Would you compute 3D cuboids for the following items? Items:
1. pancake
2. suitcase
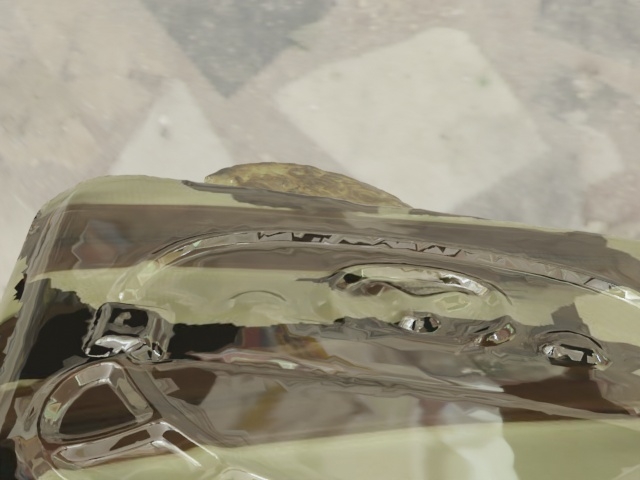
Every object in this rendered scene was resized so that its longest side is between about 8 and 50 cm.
[{"bbox_3d":[0.000,-0.001,1.193,0.199,0.199,0.021,6,117,-14],"label":"pancake"},{"bbox_3d":[0.019,0.137,0.699,0.351,0.339,0.194,7,124,1],"label":"suitcase"}]
